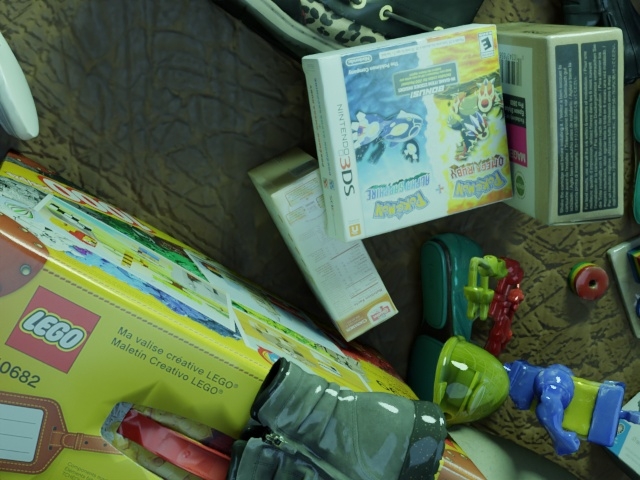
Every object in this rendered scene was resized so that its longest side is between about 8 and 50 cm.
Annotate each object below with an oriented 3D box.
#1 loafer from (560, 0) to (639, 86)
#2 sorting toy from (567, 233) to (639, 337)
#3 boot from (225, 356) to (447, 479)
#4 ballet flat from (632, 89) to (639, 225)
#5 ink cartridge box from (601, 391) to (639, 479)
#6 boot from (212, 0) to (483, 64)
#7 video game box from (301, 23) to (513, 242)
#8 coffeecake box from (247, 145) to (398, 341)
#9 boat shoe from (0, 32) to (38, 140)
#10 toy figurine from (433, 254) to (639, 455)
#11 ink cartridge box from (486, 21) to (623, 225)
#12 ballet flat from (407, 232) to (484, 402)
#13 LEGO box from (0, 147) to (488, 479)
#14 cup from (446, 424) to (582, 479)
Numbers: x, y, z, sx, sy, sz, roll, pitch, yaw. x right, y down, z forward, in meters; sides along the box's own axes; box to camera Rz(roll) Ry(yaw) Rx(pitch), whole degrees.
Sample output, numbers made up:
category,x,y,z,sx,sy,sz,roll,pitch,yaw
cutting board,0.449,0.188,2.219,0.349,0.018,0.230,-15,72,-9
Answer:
category,x,y,z,sx,sy,sz,roll,pitch,yaw
loafer,0.312,-0.271,1.119,0.078,0.076,0.223,-41,113,-10
sorting toy,0.463,0.044,1.254,0.274,0.046,0.132,-25,109,-7
boot,-0.008,0.223,0.782,0.161,0.083,0.247,14,93,-10
ballet flat,0.427,-0.116,1.203,0.067,0.073,0.206,-11,111,-40
ink cartridge box,0.474,0.241,1.257,0.190,0.139,0.082,-43,108,-1
boot,0.034,-0.323,1.006,0.377,0.138,0.284,32,94,-19
video game box,0.093,-0.111,0.987,0.205,0.048,0.187,-15,109,-20
coffeecake box,0.000,0.000,1.076,0.068,0.142,0.185,-29,109,-6
boat shoe,-0.353,-0.180,0.987,0.063,0.066,0.184,-23,111,8
toy figurine,0.264,0.141,1.040,0.217,0.362,0.191,20,89,19
ink cartridge box,0.234,-0.135,1.052,0.088,0.234,0.193,-7,105,-12
ballet flat,0.163,0.111,1.181,0.087,0.083,0.247,-5,107,-27
LEGO box,-0.137,0.138,0.956,0.500,0.372,0.193,30,95,-20
cup,0.147,0.343,1.123,0.331,0.331,0.237,-44,99,0
